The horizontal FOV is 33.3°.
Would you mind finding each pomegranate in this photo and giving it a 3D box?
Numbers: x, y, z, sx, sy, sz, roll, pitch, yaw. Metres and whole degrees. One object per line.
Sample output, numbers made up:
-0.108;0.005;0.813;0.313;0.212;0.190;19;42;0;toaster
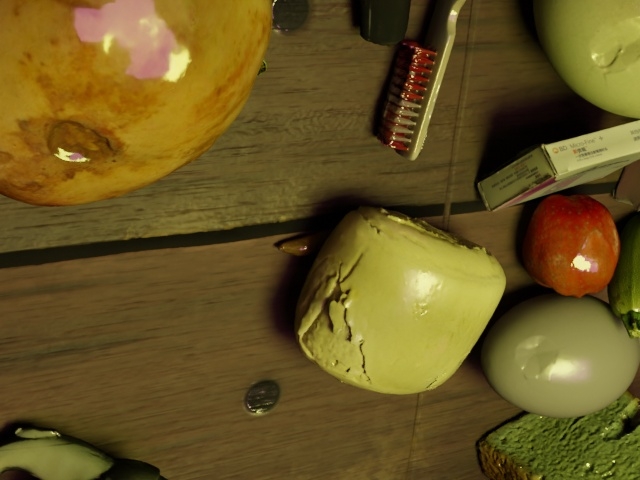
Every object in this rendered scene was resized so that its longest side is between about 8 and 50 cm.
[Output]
-0.214;-0.204;0.946;0.338;0.338;0.338;-12;118;-25;pomegranate

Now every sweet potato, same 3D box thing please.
0.000;0.000;1.320;0.115;0.026;0.026;-17;120;-25;sweet potato

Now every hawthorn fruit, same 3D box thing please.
0.343;0.003;1.453;0.133;0.133;0.137;-17;110;-22;hawthorn fruit

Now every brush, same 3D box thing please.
0.130;-0.254;1.254;0.050;0.060;0.321;10;107;-22;brush

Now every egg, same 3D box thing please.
0.330;0.159;1.489;0.232;0.176;0.176;2;111;-27;egg
0.374;-0.266;1.282;0.219;0.219;0.269;-42;93;-6;egg

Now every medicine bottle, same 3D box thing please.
0.325;-0.103;1.373;0.201;0.171;0.052;-16;83;-25;medicine bottle

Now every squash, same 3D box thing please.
0.437;0.042;1.496;0.252;0.066;0.066;-60;142;-49;squash

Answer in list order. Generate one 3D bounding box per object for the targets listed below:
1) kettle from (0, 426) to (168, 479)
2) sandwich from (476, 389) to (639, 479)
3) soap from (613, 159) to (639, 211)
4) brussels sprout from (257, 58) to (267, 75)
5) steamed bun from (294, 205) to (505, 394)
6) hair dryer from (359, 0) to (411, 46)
-0.310;0.377;1.227;0.321;0.228;0.324;35;87;-5;kettle
0.408;0.325;1.555;0.249;0.273;0.095;-29;124;-17;sandwich
0.532;-0.085;1.557;0.203;0.065;0.122;13;104;-34;soap
-0.102;-0.175;1.162;0.085;0.058;0.085;-47;157;-27;brussels sprout
0.110;0.091;1.330;0.273;0.166;0.232;19;102;-41;steamed bun
-0.040;-0.342;1.115;0.360;0.120;0.303;-7;131;-16;hair dryer
